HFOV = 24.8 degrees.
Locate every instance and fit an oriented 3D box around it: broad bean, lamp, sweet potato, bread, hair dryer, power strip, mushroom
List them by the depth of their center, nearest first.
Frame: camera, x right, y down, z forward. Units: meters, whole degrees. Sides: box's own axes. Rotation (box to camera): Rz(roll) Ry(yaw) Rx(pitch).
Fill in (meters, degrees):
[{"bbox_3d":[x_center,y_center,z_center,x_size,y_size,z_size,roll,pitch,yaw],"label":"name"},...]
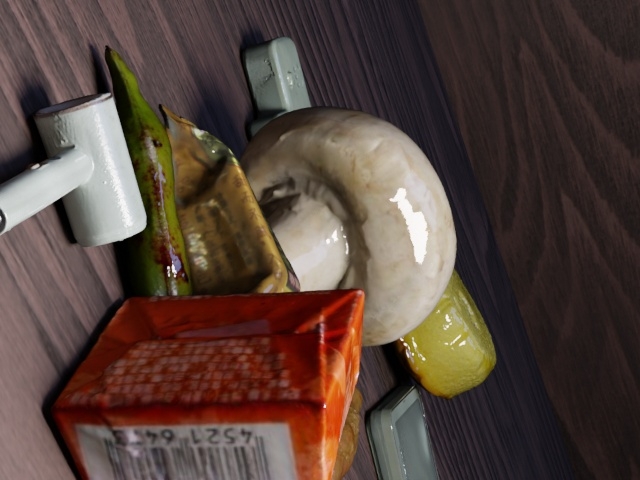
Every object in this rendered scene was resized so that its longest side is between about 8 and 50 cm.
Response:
[{"bbox_3d":[-0.224,-0.040,1.237,0.236,0.073,0.131,-49,126,-69],"label":"hair dryer"},{"bbox_3d":[-0.169,-0.033,1.435,0.077,0.061,0.339,121,-40,-77],"label":"broad bean"},{"bbox_3d":[0.000,0.000,1.669,0.290,0.297,0.297,-33,111,-50],"label":"mushroom"},{"bbox_3d":[0.000,0.244,1.771,0.354,0.095,0.106,-73,142,-66],"label":"sweet potato"},{"bbox_3d":[-0.047,-0.145,2.008,0.193,0.059,0.265,-44,120,-74],"label":"power strip"},{"bbox_3d":[0.144,0.375,2.290,0.269,0.047,0.266,-17,93,-76],"label":"lamp"},{"bbox_3d":[0.185,0.138,2.441,0.270,0.148,0.270,58,11,-19],"label":"bread"}]

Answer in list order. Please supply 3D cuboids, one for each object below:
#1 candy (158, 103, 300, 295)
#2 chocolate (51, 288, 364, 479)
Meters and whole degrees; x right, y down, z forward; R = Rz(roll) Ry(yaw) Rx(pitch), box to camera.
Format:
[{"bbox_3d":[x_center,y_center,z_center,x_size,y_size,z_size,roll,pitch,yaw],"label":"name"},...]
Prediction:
[{"bbox_3d":[-0.102,-0.019,1.495,0.143,0.101,0.271,50,17,-64],"label":"candy"},{"bbox_3d":[-0.085,0.131,1.285,0.235,0.237,0.108,-70,154,-66],"label":"chocolate"}]
